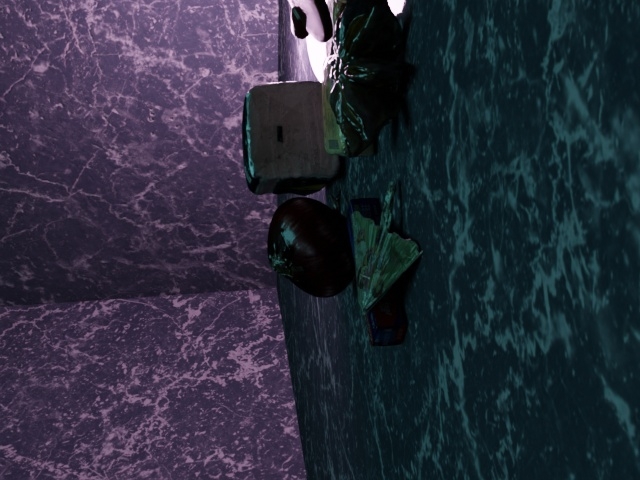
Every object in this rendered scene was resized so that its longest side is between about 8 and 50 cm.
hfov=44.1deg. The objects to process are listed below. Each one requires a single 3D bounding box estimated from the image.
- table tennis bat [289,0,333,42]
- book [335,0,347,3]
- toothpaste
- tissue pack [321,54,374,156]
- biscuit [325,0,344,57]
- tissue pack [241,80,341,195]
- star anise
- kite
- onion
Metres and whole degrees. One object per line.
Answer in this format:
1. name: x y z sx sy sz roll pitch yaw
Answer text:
1. table tennis bat: -0.038 -0.458 1.516 0.200 0.038 0.310 60 176 4
2. book: 0.044 -0.797 1.774 0.427 0.039 0.300 96 168 -48
3. toothpaste: 0.109 0.057 1.594 0.076 0.066 0.320 97 166 -52
4. tissue pack: 0.059 -0.290 1.713 0.186 0.090 0.222 -153 58 -78
5. biscuit: 0.034 -0.530 1.997 0.176 0.031 0.228 -103 13 -57
6. tissue pack: -0.095 -0.268 2.217 0.416 0.254 0.264 158 107 -82
7. star anise: 0.084 -0.313 1.449 0.332 0.118 0.331 -178 90 -74
8. kite: 0.106 0.018 1.495 0.323 0.013 0.267 -142 63 -64
9. onion: 0.000 0.000 1.981 0.273 0.285 0.273 39 154 23
